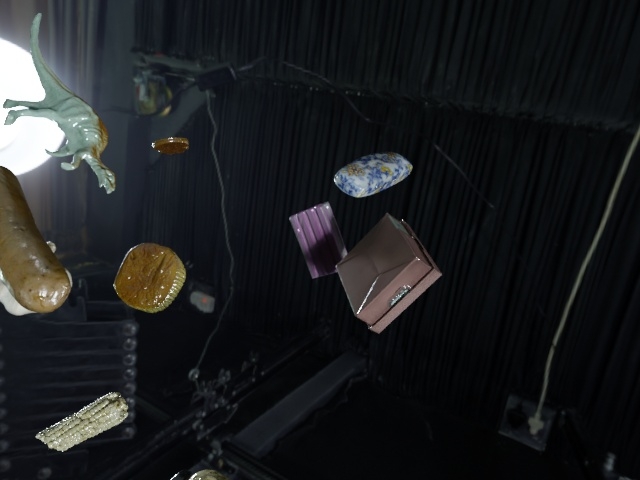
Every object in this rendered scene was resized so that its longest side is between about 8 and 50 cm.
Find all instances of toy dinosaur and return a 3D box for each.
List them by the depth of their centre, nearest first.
[{"bbox_3d":[-0.559,-0.280,0.977,0.205,0.393,0.092,-6,165,-47],"label":"toy dinosaur"}]

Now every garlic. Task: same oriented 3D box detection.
[{"bbox_3d":[-0.783,0.085,1.280,0.199,0.226,0.199,25,-148,-17],"label":"garlic"}]

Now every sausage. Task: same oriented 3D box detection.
[{"bbox_3d":[-0.735,-0.026,1.108,0.136,0.123,0.501,-4,-135,-51],"label":"sausage"}]

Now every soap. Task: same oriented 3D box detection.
[{"bbox_3d":[0.000,0.000,1.370,0.122,0.203,0.065,-18,-176,27],"label":"soap"}]

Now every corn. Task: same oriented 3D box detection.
[{"bbox_3d":[-0.599,0.470,1.190,0.210,0.087,0.087,-29,-148,-24],"label":"corn"}]

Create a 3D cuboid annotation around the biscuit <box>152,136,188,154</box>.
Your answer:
[{"bbox_3d":[-0.530,-0.339,1.660,0.124,0.026,0.175,-9,179,-11],"label":"biscuit"}]

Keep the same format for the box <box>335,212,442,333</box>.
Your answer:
[{"bbox_3d":[0.150,0.072,1.117,0.086,0.215,0.215,33,-160,-29],"label":"box"}]

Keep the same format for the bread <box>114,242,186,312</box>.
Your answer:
[{"bbox_3d":[-0.638,0.141,1.762,0.227,0.254,0.142,24,164,5],"label":"bread"}]

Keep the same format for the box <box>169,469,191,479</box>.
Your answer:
[{"bbox_3d":[-0.379,0.620,1.049,0.042,0.201,0.212,38,-139,11],"label":"box"}]

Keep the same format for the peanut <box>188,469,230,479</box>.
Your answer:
[{"bbox_3d":[-0.187,0.564,0.933,0.224,0.129,0.129,35,-158,16],"label":"peanut"}]

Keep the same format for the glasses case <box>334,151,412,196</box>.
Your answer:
[{"bbox_3d":[0.127,-0.158,1.086,0.087,0.065,0.248,38,-141,21],"label":"glasses case"}]
